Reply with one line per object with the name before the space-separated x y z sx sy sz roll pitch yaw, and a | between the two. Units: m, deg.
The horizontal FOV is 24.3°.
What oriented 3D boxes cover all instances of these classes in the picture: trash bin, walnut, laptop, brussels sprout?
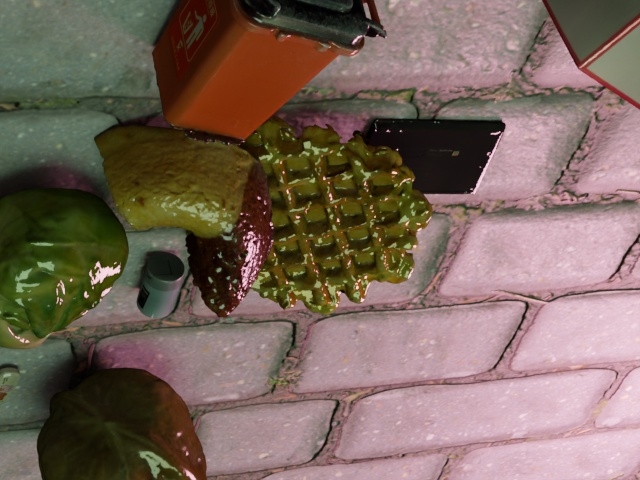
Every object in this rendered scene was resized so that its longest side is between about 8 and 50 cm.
trash bin | -0.064 -0.222 1.607 0.184 0.161 0.239 8 144 -32
walnut | -0.279 0.308 2.126 0.227 0.283 0.283 -56 149 -20
laptop | 0.139 -0.108 1.954 0.197 0.016 0.135 -2 139 -23
brussels sprout | -0.336 0.026 1.801 0.223 0.161 0.223 -30 163 -10

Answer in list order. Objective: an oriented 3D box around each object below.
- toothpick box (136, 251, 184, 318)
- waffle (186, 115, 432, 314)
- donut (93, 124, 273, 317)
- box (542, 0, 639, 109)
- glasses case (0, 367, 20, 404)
toothpick box | -0.213 0.060 1.980 0.052 0.052 0.083 -3 142 -22
waffle | -0.012 -0.029 1.902 0.325 0.068 0.302 22 130 -25
donut | -0.132 -0.023 1.792 0.151 0.112 0.295 -21 132 23
box | 0.405 -0.318 1.558 0.312 0.300 0.314 -40 139 25
glasses case | -0.448 0.206 2.088 0.032 0.021 0.083 11 134 -33
